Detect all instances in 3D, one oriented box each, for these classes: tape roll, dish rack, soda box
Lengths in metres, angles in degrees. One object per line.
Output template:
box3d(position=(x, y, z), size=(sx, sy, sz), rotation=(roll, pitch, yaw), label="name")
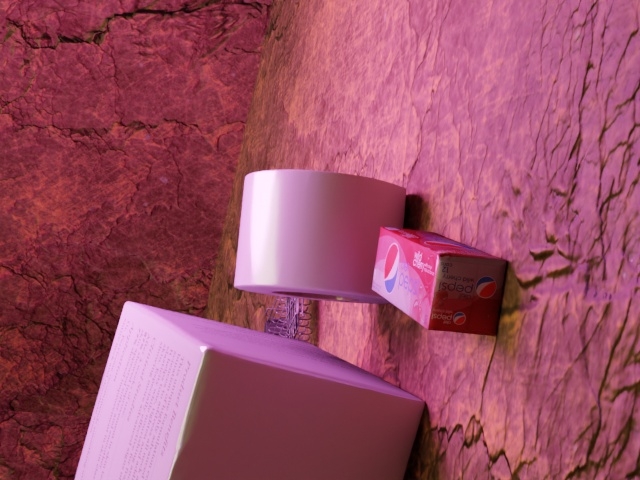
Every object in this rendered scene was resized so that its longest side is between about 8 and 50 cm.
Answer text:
box3d(position=(0.000, 0.000, 1.574), size=(0.246, 0.246, 0.169), rotation=(159, 118, -76), label="tape roll")
box3d(position=(-0.061, 0.182, 2.172), size=(0.271, 0.074, 0.208), rotation=(112, 159, -46), label="dish rack")
box3d(position=(0.137, 0.045, 1.298), size=(0.263, 0.084, 0.092), rotation=(-147, 65, -77), label="soda box")

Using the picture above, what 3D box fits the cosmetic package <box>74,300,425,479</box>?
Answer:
box3d(position=(-0.122, 0.301, 1.501), size=(0.394, 0.327, 0.329), rotation=(15, 89, 65), label="cosmetic package")
